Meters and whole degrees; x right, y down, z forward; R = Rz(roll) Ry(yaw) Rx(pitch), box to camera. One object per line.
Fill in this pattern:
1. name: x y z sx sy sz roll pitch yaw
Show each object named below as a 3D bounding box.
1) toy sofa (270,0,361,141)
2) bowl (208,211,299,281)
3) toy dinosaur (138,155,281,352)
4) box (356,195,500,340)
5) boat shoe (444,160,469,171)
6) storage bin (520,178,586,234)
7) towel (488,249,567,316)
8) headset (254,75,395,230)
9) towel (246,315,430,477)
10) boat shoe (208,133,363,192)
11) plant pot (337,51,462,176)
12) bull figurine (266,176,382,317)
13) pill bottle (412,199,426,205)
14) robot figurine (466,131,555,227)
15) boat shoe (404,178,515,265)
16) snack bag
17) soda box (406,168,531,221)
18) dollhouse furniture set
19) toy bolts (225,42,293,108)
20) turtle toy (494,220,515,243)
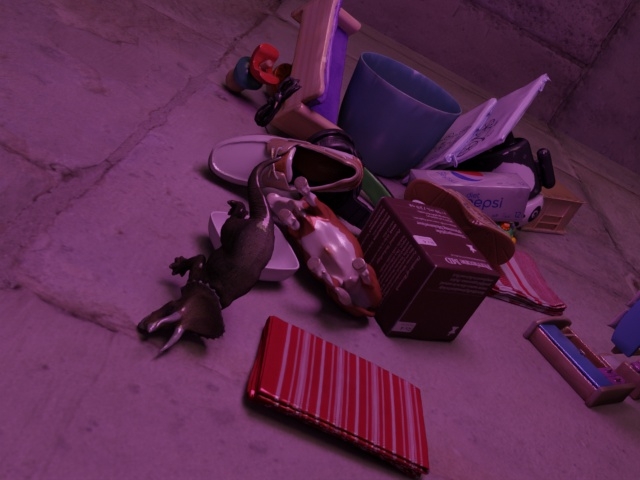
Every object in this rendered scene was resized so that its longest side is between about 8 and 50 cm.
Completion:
1. toy sofa: 0.012 -0.420 1.795 0.150 0.177 0.362 29 57 -37
2. bowl: -0.119 0.018 1.240 0.142 0.053 0.142 9 33 -37
3. toy dinosaur: -0.122 0.028 1.056 0.121 0.313 0.160 46 -8 -31
4. box: 0.179 0.052 1.354 0.168 0.167 0.203 9 33 -36
5. boat shoe: 0.357 -0.248 2.124 0.307 0.111 0.104 33 28 5
6. storage bin: 0.603 -0.150 2.195 0.260 0.123 0.262 3 38 -42
7. towel: 0.399 0.058 1.720 0.329 0.037 0.237 17 28 -25
8. headset: 0.035 -0.170 1.576 0.394 0.185 0.243 35 24 -17
9. towel: 0.029 0.220 1.067 0.275 0.031 0.199 27 24 -10
10. boat shoe: -0.068 -0.150 1.422 0.302 0.113 0.103 3 3 -3
11. plant pot: 0.177 -0.309 1.907 0.293 0.235 0.293 24 28 -14
12. bull figurine: 0.000 0.000 1.287 0.310 0.101 0.188 50 0 23
13. pill bottle: 0.203 -0.046 1.645 0.043 0.083 0.043 24 27 -13
14. robot figurine: 0.488 -0.167 1.958 0.173 0.209 0.278 -30 107 -41
15. boat shoe: 0.314 -0.046 1.692 0.285 0.104 0.089 37 20 -3
16. snack bag: 0.393 -0.283 1.889 0.037 0.342 0.323 51 53 -13
17. soda box: 0.355 -0.110 1.794 0.286 0.098 0.091 1 29 -12
18. dollhouse furniture set: 0.622 0.151 1.484 0.286 0.303 0.198 5 37 -41
19. toy bolts: -0.130 -0.377 1.886 0.228 0.158 0.218 19 67 -42
20. turtle toy: 0.451 -0.029 1.859 0.095 0.066 0.130 22 7 32
